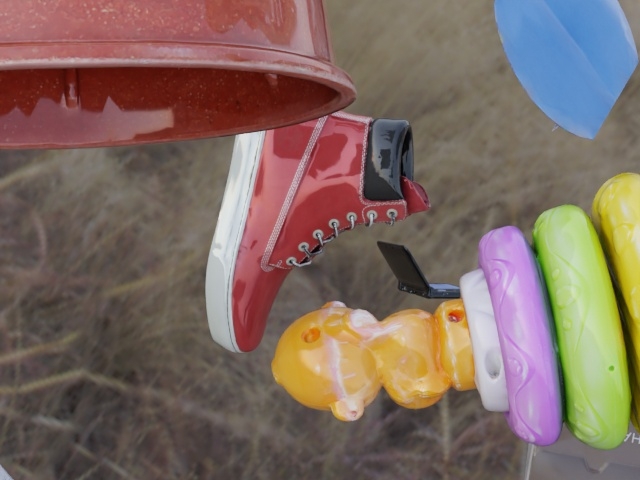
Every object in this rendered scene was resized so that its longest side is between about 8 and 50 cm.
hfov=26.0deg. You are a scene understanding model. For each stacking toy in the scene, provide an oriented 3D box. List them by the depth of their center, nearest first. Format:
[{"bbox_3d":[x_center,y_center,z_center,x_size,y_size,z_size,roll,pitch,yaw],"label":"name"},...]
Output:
[{"bbox_3d":[0.126,0.039,0.649,0.302,0.165,0.175,-11,51,3],"label":"stacking toy"}]

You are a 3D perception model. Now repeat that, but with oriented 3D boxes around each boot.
[{"bbox_3d":[0.000,0.000,1.230,0.176,0.244,0.088,15,14,12],"label":"boot"}]

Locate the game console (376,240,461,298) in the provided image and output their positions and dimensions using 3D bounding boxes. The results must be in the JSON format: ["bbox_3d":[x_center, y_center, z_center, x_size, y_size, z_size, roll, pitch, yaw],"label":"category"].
[{"bbox_3d":[0.142,0.038,1.862,0.107,0.071,0.122,1,4,-16],"label":"game console"}]

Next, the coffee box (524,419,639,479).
[{"bbox_3d":[0.263,0.167,1.183,0.168,0.118,0.297,10,11,9],"label":"coffee box"}]

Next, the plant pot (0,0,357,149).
[{"bbox_3d":[-0.127,-0.190,0.665,0.272,0.272,0.265,-2,86,-40],"label":"plant pot"}]

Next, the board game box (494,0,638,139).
[{"bbox_3d":[0.185,-0.156,1.097,0.133,0.033,0.168,49,49,-15],"label":"board game box"}]

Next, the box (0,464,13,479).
[{"bbox_3d":[-0.508,0.410,1.847,0.058,0.322,0.232,-79,149,-49],"label":"box"}]
